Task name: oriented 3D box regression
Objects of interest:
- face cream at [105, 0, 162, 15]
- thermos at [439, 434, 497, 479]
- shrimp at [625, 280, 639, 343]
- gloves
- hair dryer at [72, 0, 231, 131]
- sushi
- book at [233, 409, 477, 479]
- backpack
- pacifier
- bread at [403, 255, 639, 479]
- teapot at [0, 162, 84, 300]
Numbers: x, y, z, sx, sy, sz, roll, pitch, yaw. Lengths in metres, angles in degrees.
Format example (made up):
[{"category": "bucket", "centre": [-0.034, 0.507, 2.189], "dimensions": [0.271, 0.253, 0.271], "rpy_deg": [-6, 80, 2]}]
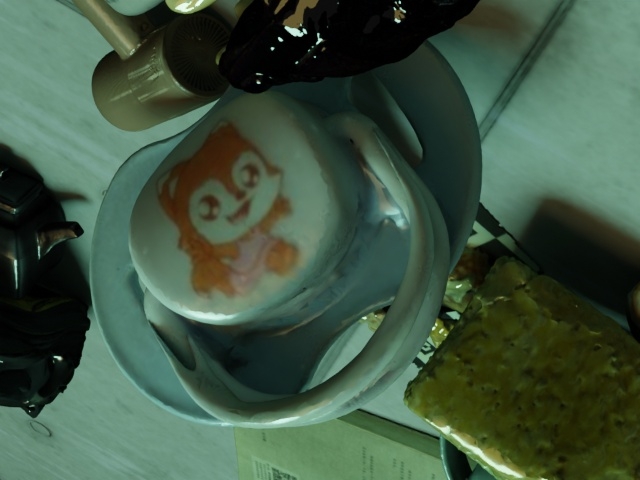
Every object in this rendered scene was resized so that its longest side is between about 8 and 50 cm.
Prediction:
[{"category": "face cream", "centre": [-0.099, -0.229, 0.921], "dimensions": [0.153, 0.177, 0.177], "rpy_deg": [40, 148, -19]}, {"category": "thermos", "centre": [0.169, 0.204, 1.357], "dimensions": [0.182, 0.145, 0.286], "rpy_deg": [33, 138, 17]}, {"category": "shrimp", "centre": [0.337, 0.080, 1.103], "dimensions": [0.317, 0.077, 0.168], "rpy_deg": [11, 152, 40]}, {"category": "gloves", "centre": [0.003, -0.145, 1.003], "dimensions": [0.164, 0.124, 0.203], "rpy_deg": [13, 142, -25]}, {"category": "hair dryer", "centre": [-0.146, -0.159, 1.191], "dimensions": [0.181, 0.064, 0.117], "rpy_deg": [51, 146, -17]}, {"category": "sushi", "centre": [0.078, 0.045, 1.301], "dimensions": [0.193, 0.040, 0.210], "rpy_deg": [45, 147, -22]}, {"category": "book", "centre": [0.046, 0.236, 1.589], "dimensions": [0.283, 0.025, 0.214], "rpy_deg": [20, 137, 20]}, {"category": "backpack", "centre": [-0.314, 0.084, 1.514], "dimensions": [0.206, 0.133, 0.258], "rpy_deg": [20, 180, 8]}, {"category": "pacifier", "centre": [0.000, 0.000, 1.148], "dimensions": [0.244, 0.299, 0.233], "rpy_deg": [56, -160, 18]}, {"category": "bread", "centre": [0.164, 0.115, 1.182], "dimensions": [0.196, 0.138, 0.102], "rpy_deg": [40, -178, 7]}, {"category": "teapot", "centre": [-0.283, -0.027, 1.479], "dimensions": [0.177, 0.087, 0.096], "rpy_deg": [23, 126, 11]}]
